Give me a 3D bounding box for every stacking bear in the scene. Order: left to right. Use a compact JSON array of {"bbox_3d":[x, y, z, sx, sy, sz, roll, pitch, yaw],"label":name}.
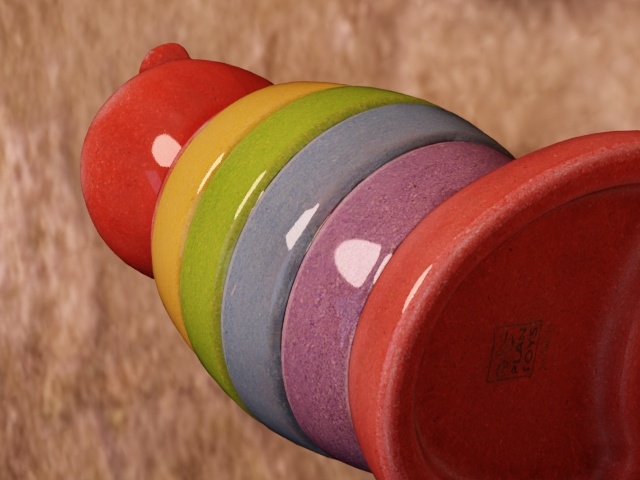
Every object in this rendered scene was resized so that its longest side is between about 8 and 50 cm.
[{"bbox_3d":[0.000,0.000,0.817,0.289,0.164,0.175,29,116,47],"label":"stacking bear"}]
